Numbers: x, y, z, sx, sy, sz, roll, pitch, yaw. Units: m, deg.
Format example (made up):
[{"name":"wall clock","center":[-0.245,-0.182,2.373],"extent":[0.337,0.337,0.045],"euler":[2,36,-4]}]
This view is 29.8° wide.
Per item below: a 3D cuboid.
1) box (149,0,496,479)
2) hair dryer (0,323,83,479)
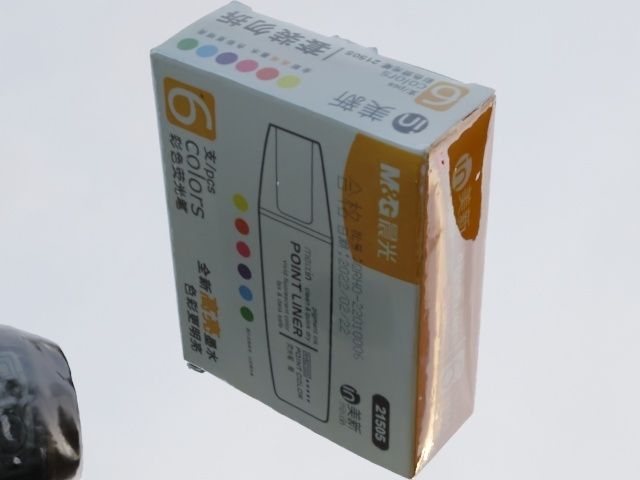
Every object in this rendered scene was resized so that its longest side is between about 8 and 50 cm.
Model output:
[{"name":"box","center":[0.000,0.000,0.804],"extent":[0.221,0.091,0.274],"euler":[21,-49,31]},{"name":"hair dryer","center":[-0.197,0.032,0.347],"extent":[0.303,0.120,0.359],"euler":[-4,-26,-27]}]
